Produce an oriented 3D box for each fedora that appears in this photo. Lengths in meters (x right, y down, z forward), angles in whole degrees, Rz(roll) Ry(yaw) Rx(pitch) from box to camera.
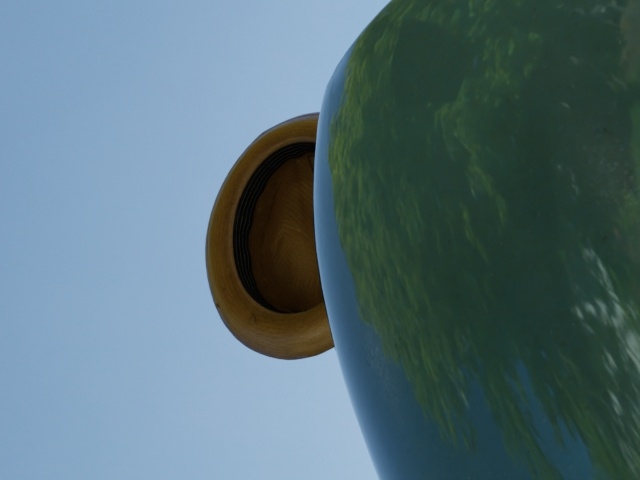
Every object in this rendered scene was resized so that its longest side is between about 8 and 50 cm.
[{"bbox_3d":[0.000,0.000,0.940,0.079,0.194,0.194,26,-109,-52],"label":"fedora"}]

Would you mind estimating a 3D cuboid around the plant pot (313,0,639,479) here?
[{"bbox_3d":[0.131,0.007,0.448,0.293,0.293,0.235,-16,-110,-41],"label":"plant pot"}]
